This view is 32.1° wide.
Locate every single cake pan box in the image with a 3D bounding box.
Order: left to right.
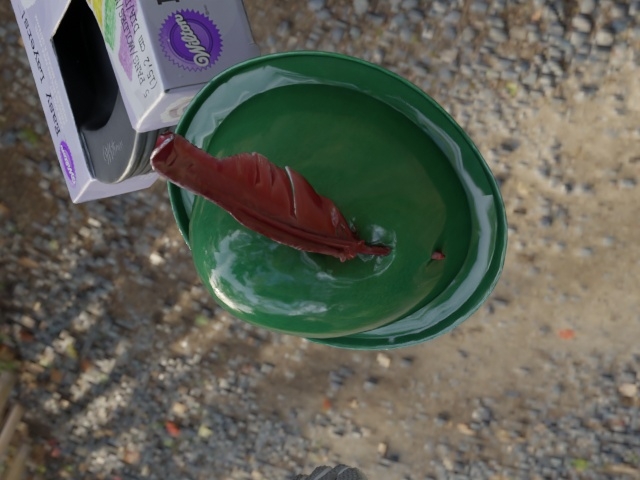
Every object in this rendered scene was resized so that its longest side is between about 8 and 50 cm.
[{"bbox_3d":[-0.136,-0.170,0.694,0.070,0.266,0.246,-15,176,-24],"label":"cake pan box"}]

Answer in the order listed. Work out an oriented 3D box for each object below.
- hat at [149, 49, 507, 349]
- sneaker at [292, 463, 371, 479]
[{"bbox_3d":[-0.022,0.025,0.493,0.173,0.183,0.208,-30,112,32],"label":"hat"},{"bbox_3d":[-0.034,0.244,0.702,0.115,0.105,0.281,45,125,8],"label":"sneaker"}]
